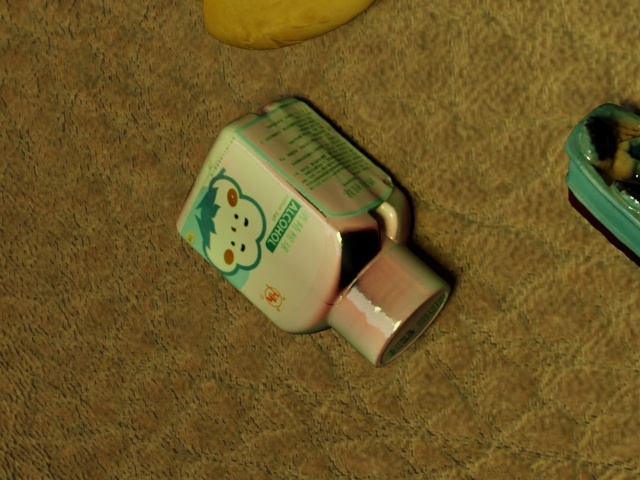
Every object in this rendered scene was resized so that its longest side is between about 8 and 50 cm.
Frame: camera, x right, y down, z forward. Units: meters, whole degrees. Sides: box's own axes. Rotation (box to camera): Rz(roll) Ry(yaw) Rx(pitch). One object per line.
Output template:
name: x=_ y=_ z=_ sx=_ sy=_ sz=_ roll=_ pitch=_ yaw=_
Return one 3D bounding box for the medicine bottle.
medicine bottle: x=0.000 y=0.000 z=1.307 sx=0.188 sy=0.094 sz=0.119 roll=42 pitch=129 yaw=15

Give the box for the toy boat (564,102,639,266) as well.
toy boat: x=0.252 y=-0.012 z=1.117 sx=0.223 sy=0.100 sz=0.097 roll=38 pitch=140 yaw=17

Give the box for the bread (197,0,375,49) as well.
bread: x=-0.027 y=-0.192 z=1.266 sx=0.189 sy=0.077 sz=0.114 roll=-22 pitch=99 yaw=37
